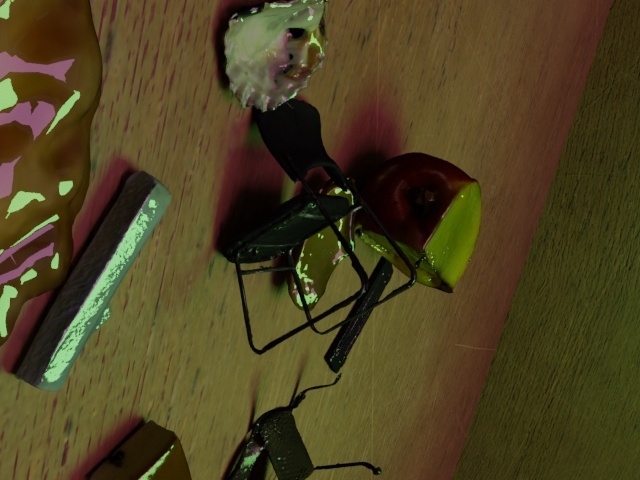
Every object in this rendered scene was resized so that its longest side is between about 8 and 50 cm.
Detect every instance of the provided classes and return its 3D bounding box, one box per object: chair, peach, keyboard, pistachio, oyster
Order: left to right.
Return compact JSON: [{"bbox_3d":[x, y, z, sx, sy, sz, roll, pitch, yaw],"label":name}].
[{"bbox_3d":[-0.035,-0.182,0.570,0.146,0.045,0.122,-61,157,0],"label":"oyster"},{"bbox_3d":[-0.046,0.301,0.861,0.213,0.149,0.174,-32,169,23],"label":"chair"},{"bbox_3d":[-0.026,-0.018,0.651,0.145,0.221,0.140,-32,167,24],"label":"chair"},{"bbox_3d":[0.000,0.000,0.766,0.090,0.049,0.173,14,99,-41],"label":"pistachio"},{"bbox_3d":[0.067,0.118,1.020,0.204,0.013,0.061,-58,152,-22],"label":"keyboard"},{"bbox_3d":[0.144,-0.033,0.889,0.154,0.159,0.267,-56,151,-2],"label":"peach"}]

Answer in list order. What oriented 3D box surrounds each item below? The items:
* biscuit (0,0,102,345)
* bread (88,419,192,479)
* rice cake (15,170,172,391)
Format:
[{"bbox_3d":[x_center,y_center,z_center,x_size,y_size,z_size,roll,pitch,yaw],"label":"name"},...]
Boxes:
[{"bbox_3d":[-0.228,-0.054,0.229,0.326,0.107,0.325,-45,145,-43],"label":"biscuit"},{"bbox_3d":[-0.169,0.285,0.652,0.088,0.049,0.226,-45,146,-40],"label":"bread"},{"bbox_3d":[-0.170,0.031,0.484,0.180,0.030,0.042,-62,157,-11],"label":"rice cake"}]
